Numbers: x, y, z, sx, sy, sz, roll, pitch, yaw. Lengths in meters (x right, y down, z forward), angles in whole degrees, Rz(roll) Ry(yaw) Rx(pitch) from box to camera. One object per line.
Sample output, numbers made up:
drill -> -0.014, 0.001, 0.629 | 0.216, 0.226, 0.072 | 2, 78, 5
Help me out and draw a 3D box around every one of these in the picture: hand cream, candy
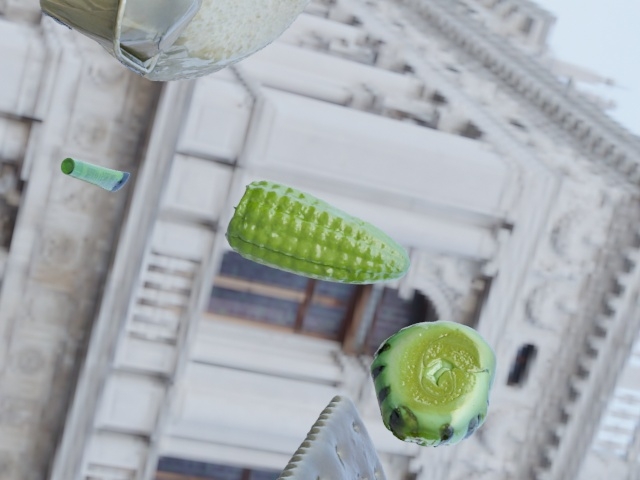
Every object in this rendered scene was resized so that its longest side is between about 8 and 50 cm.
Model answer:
hand cream -> -0.287, -0.083, 1.835 | 0.036, 0.122, 0.023 | -47, -115, 12
candy -> 0.000, 0.000, 1.619 | 0.097, 0.209, 0.097 | 18, 90, -84

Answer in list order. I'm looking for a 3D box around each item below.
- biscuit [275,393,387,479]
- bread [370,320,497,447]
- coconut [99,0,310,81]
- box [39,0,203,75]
biscuit -> 0.024, 0.324, 1.654 | 0.325, 0.044, 0.217 | -43, 115, -68
bread -> 0.114, 0.146, 1.451 | 0.071, 0.130, 0.139 | 100, -11, -51
coconut -> -0.175, -0.388, 1.602 | 0.415, 0.344, 0.415 | -9, -103, 40
box -> -0.139, -0.183, 1.060 | 0.177, 0.111, 0.111 | -39, 142, -87
